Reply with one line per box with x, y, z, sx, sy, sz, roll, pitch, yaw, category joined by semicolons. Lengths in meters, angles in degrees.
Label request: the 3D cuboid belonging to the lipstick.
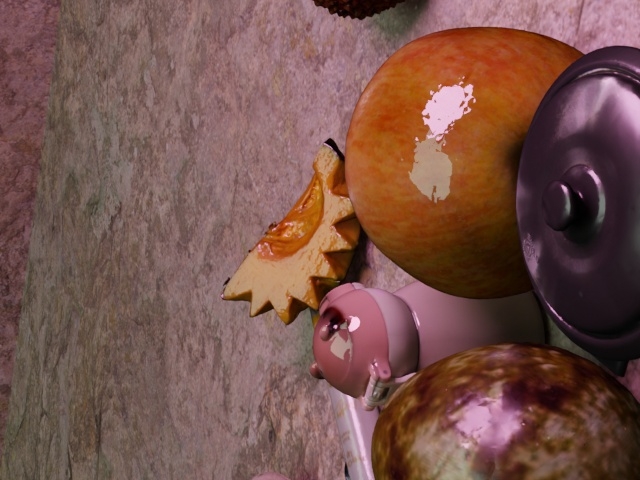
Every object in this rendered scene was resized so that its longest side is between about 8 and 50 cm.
0.040;0.196;1.736;0.059;0.059;0.264;-51;46;52;lipstick

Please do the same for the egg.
0.174;0.208;1.250;0.289;0.238;0.238;20;110;42;egg

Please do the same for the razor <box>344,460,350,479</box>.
0.052;0.357;1.749;0.066;0.033;0.190;-22;72;62;razor

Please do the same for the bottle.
0.100;0.105;1.410;0.147;0.236;0.148;179;90;-64;bottle

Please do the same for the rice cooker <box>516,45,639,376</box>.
0.275;-0.029;1.061;0.241;0.227;0.281;45;131;54;rice cooker

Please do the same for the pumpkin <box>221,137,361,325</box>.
0.000;0.000;1.779;0.130;0.149;0.254;36;106;11;pumpkin

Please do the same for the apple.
0.163;-0.075;1.257;0.264;0.264;0.264;6;96;63;apple

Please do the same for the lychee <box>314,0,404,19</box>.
0.038;-0.347;1.574;0.188;0.188;0.188;6;96;63;lychee

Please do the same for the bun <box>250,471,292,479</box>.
-0.048;0.391;1.893;0.138;0.094;0.138;-7;-90;-81;bun
